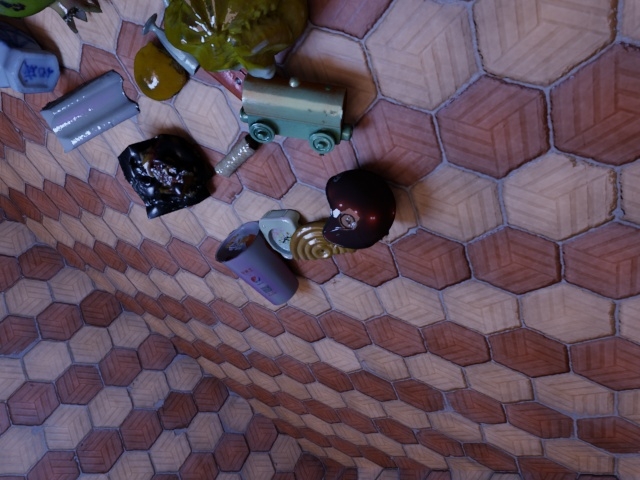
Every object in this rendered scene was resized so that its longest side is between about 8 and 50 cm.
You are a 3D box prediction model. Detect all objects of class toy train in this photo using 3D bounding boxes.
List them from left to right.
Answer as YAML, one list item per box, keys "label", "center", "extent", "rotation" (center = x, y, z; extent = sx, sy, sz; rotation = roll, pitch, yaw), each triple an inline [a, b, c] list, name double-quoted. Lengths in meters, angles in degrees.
- label: "toy train"
  center: [-0.059, -0.314, 1.033]
  extent: [0.285, 0.116, 0.177]
  rotation: [12, 145, 7]

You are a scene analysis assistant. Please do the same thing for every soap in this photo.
- label: "soap"
  center: [-0.773, -0.464, 1.481]
  extent: [0.302, 0.258, 0.159]
  rotation: [-27, 120, -1]

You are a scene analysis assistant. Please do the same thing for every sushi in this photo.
- label: "sushi"
  center: [-0.487, -0.227, 1.418]
  extent: [0.212, 0.215, 0.227]
  rotation: [-21, 95, 41]

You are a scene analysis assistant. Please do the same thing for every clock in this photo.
- label: "clock"
  center: [-0.113, -0.013, 1.459]
  extent: [0.151, 0.062, 0.191]
  rotation: [0, 130, 33]

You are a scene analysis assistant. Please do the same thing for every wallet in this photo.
- label: "wallet"
  center: [-0.200, -0.427, 1.110]
  extent: [0.204, 0.045, 0.142]
  rotation: [39, 141, -5]

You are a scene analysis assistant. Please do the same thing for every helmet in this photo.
- label: "helmet"
  center: [0.101, -0.085, 1.134]
  extent: [0.193, 0.189, 0.216]
  rotation: [-23, 111, 36]

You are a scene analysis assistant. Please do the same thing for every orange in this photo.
- label: "orange"
  center: [-0.463, -0.465, 1.215]
  extent: [0.160, 0.112, 0.170]
  rotation: [18, 150, 19]

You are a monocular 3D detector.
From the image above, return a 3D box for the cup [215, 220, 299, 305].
- label: "cup"
  center: [-0.215, 0.097, 1.563]
  extent: [0.203, 0.203, 0.288]
  rotation: [-10, 130, 41]

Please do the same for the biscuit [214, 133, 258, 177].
- label: "biscuit"
  center: [-0.258, -0.254, 1.321]
  extent: [0.061, 0.055, 0.219]
  rotation: [39, 142, -22]

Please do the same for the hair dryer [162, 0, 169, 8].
- label: "hair dryer"
  center: [-0.354, -0.654, 0.985]
  extent: [0.229, 0.092, 0.267]
  rotation: [-18, 133, 38]

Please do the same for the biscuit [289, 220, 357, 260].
- label: "biscuit"
  center: [0.000, 0.001, 1.364]
  extent: [0.224, 0.033, 0.144]
  rotation: [-7, 128, 15]

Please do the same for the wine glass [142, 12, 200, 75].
- label: "wine glass"
  center: [-0.374, -0.506, 1.110]
  extent: [0.155, 0.073, 0.073]
  rotation: [35, 142, -18]

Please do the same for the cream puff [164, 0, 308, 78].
- label: "cream puff"
  center: [-0.201, -0.503, 0.853]
  extent: [0.378, 0.275, 0.378]
  rotation: [21, 139, 19]

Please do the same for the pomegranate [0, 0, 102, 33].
- label: "pomegranate"
  center: [-0.736, -0.666, 1.064]
  extent: [0.290, 0.291, 0.323]
  rotation: [4, 132, 32]

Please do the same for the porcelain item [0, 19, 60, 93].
- label: "porcelain item"
  center: [-1.069, -0.611, 1.382]
  extent: [0.405, 0.242, 0.178]
  rotation: [27, 116, 7]
